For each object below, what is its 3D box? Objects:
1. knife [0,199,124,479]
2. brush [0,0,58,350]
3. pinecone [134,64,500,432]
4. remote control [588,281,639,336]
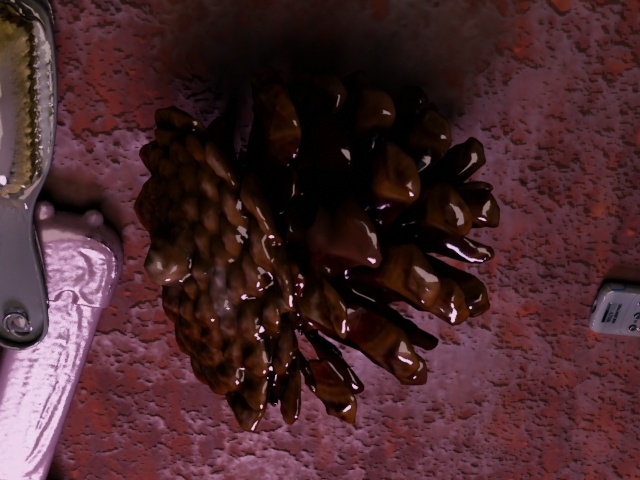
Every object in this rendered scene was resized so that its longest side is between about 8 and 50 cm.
[{"bbox_3d":[-0.244,0.131,1.064,0.132,0.038,0.398,9,124,-22],"label":"knife"},{"bbox_3d":[-0.223,-0.038,0.898,0.068,0.060,0.297,3,117,-2],"label":"brush"},{"bbox_3d":[0.006,-0.001,0.861,0.264,0.264,0.264,-2,127,-2],"label":"pinecone"},{"bbox_3d":[0.290,0.061,1.059,0.124,0.018,0.053,7,127,-8],"label":"remote control"}]
